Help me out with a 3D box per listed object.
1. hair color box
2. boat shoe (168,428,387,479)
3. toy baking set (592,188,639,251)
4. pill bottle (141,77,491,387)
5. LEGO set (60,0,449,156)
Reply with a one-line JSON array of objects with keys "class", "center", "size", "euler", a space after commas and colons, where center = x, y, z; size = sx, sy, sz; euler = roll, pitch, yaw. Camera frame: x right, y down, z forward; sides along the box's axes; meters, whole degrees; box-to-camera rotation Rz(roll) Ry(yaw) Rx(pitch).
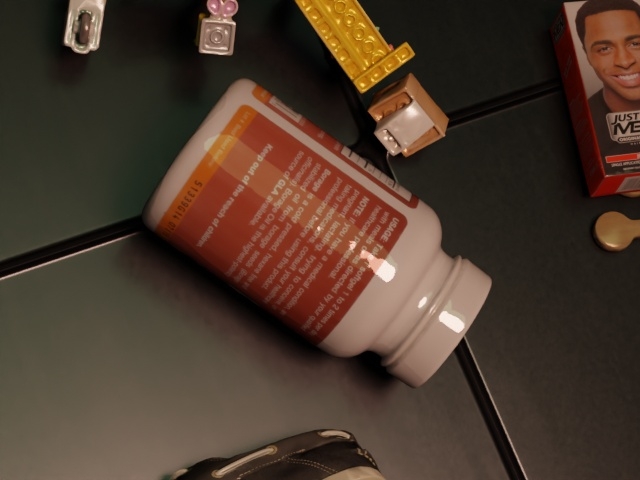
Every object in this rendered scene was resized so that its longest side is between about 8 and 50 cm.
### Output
[{"class": "hair color box", "center": [0.221, -0.107, 1.261], "size": [0.072, 0.043, 0.141], "euler": [-8, 70, -10]}, {"class": "boat shoe", "center": [-0.072, 0.182, 1.093], "size": [0.233, 0.084, 0.079], "euler": [-17, 41, -13]}, {"class": "toy baking set", "center": [0.312, 0.010, 1.271], "size": [0.197, 0.030, 0.256], "euler": [-26, 76, -16]}, {"class": "pill bottle", "center": [0.000, 0.000, 1.132], "size": [0.216, 0.121, 0.121], "euler": [36, 67, -3]}, {"class": "LEGO set", "center": [-0.036, -0.163, 1.205], "size": [0.287, 0.107, 0.132], "euler": [16, 104, -16]}]
